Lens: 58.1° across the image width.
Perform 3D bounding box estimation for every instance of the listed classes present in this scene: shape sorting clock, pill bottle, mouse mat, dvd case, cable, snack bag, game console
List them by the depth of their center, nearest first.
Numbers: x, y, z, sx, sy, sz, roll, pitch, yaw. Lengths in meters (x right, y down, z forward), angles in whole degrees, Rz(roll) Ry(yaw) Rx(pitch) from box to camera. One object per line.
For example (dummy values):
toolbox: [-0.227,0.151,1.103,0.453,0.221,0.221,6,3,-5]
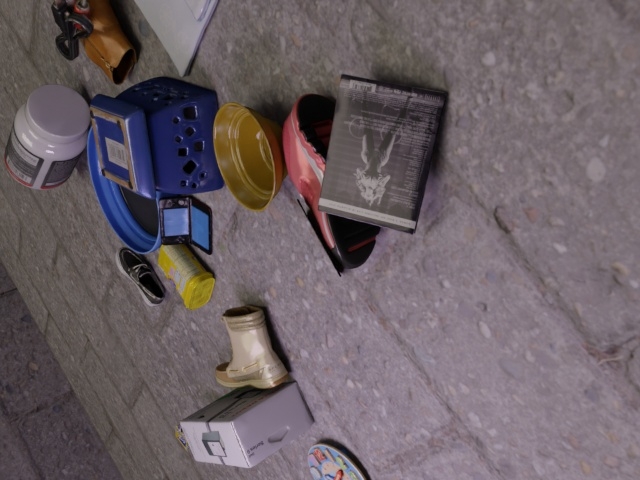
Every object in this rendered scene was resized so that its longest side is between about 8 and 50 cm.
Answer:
dvd case: [0.091,-0.134,0.902,0.164,0.018,0.221,15,107,16]
mouse mat: [0.000,0.000,1.078,0.153,0.007,0.190,61,179,5]
snack bag: [-0.326,-0.575,1.213,0.323,0.037,0.342,56,140,10]
shape sorting clock: [0.044,0.582,1.394,0.206,0.040,0.206,25,126,39]
cable: [-0.597,-0.521,1.409,0.139,0.072,0.287,39,160,-4]
game console: [-0.347,-0.034,1.482,0.085,0.124,0.144,-121,31,-52]
pill bottle: [-0.841,-0.315,1.785,0.363,0.210,0.210,-29,87,50]

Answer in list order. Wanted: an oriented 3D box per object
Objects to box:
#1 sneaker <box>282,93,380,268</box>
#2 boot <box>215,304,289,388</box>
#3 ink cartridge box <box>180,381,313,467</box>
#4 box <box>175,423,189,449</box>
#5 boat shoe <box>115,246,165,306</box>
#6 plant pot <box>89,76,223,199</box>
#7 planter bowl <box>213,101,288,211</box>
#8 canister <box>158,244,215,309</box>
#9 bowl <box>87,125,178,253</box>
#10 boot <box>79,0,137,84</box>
sneaker: [0.012,-0.099,1.046,0.136,0.116,0.314,-19,88,61]
boot: [-0.205,0.269,1.466,0.262,0.095,0.203,-12,101,48]
ink cartridge box: [-0.190,0.461,1.460,0.289,0.211,0.122,-22,91,50]
box: [-0.338,0.536,1.694,0.059,0.169,0.054,39,135,29]
boat shoe: [-0.553,0.102,1.791,0.219,0.078,0.070,51,140,4]
plant pot: [-0.377,-0.228,1.311,0.236,0.212,0.236,24,125,39]
planter bowl: [-0.119,-0.173,1.140,0.217,0.090,0.217,31,133,41]
canister: [-0.370,0.087,1.576,0.170,0.073,0.126,47,137,23]
bowl: [-0.527,-0.156,1.621,0.391,0.077,0.391,24,125,39]
boot: [-0.523,-0.546,1.411,0.211,0.104,0.295,48,143,12]
